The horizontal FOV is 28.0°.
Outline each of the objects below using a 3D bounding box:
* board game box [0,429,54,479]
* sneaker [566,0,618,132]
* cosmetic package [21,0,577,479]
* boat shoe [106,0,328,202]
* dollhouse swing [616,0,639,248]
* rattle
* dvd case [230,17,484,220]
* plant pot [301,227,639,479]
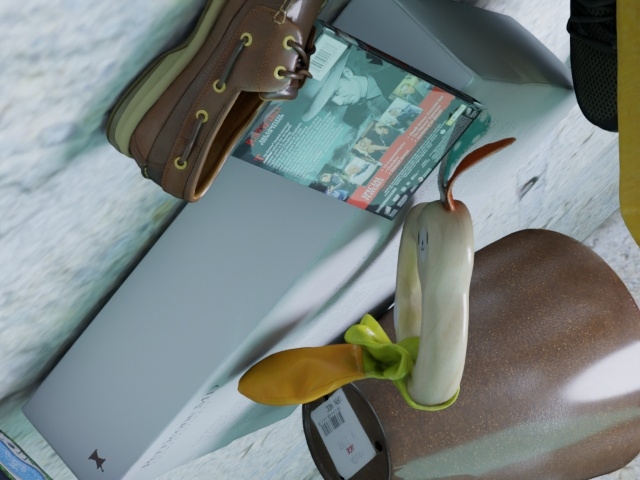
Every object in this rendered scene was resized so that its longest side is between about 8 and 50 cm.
[{"bbox_3d":[-0.185,0.205,0.807,0.194,0.194,0.060,-45,178,8],"label":"board game box"},{"bbox_3d":[0.178,-0.169,0.831,0.130,0.087,0.227,-23,131,-36],"label":"sneaker"},{"bbox_3d":[0.000,0.000,0.905,0.377,0.097,0.284,-49,167,20],"label":"cosmetic package"},{"bbox_3d":[-0.028,-0.093,0.623,0.178,0.060,0.064,-48,166,16],"label":"boat shoe"},{"bbox_3d":[0.341,-0.167,0.724,0.315,0.305,0.347,-17,173,42],"label":"dollhouse swing"},{"bbox_3d":[0.031,0.010,0.777,0.200,0.142,0.130,93,10,-48],"label":"rattle"},{"bbox_3d":[0.020,-0.061,0.689,0.119,0.013,0.087,19,119,-38],"label":"dvd case"},{"bbox_3d":[0.107,0.121,1.010,0.230,0.215,0.215,-16,153,-34],"label":"plant pot"}]
